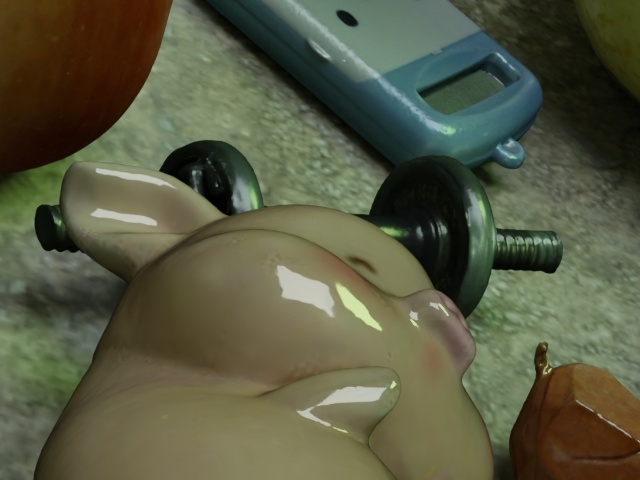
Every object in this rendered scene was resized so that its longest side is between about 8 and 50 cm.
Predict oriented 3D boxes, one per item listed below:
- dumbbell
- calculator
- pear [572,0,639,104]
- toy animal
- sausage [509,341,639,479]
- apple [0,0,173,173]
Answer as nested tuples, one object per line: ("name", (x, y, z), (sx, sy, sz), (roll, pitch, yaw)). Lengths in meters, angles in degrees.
("dumbbell", (0.000, 0.000, 0.804), (0.254, 0.081, 0.081), (3, 44, -34))
("calculator", (0.025, -0.106, 0.989), (0.210, 0.039, 0.121), (43, 38, 16))
("pear", (0.276, -0.187, 1.037), (0.309, 0.309, 0.309), (19, 37, -15))
("toy animal", (-0.017, 0.085, 0.631), (0.154, 0.166, 0.250), (-15, 30, 11))
("sausage", (0.141, 0.113, 0.783), (0.169, 0.065, 0.065), (38, 36, 11))
("apple", (-0.138, -0.128, 0.777), (0.199, 0.199, 0.199), (19, 37, -15))
